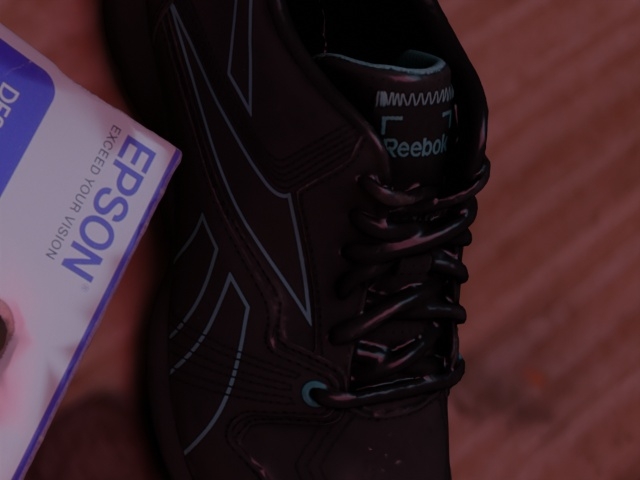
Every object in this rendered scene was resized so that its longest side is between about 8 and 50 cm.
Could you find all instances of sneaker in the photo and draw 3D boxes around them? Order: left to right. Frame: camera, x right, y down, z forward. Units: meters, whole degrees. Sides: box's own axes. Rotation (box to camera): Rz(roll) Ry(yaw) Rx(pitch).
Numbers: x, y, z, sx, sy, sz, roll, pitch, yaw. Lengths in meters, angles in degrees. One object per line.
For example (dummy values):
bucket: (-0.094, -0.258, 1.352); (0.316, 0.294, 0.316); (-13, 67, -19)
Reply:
sneaker: (0.000, 0.000, 0.503); (0.101, 0.106, 0.267); (-16, 92, -38)

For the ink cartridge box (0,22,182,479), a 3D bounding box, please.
ink cartridge box: (-0.163, 0.006, 0.416); (0.208, 0.045, 0.206); (36, 62, -23)
